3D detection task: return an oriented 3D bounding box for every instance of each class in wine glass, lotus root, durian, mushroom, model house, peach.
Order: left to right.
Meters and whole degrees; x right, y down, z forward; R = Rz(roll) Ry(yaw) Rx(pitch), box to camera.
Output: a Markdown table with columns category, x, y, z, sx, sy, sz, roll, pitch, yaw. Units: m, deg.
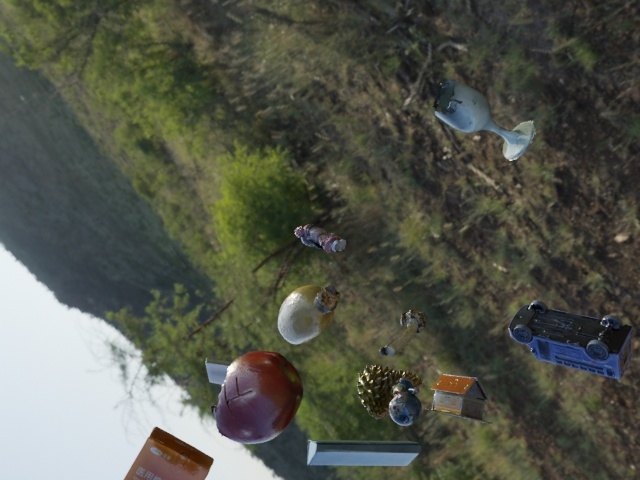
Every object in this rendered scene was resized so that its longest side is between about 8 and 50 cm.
| category | x | y | z | sx | sy | sz | roll | pitch | yaw |
| --- | --- | --- | --- | --- | --- | --- | --- | --- | --- |
| peach | -0.158 | 0.377 | 1.518 | 0.196 | 0.226 | 0.190 | 49 | -170 | -12 |
| lotus root | -0.047 | 0.215 | 1.819 | 0.303 | 0.131 | 0.146 | -47 | 60 | 55 |
| durian | 0.208 | 0.457 | 1.989 | 0.187 | 0.153 | 0.260 | 34 | -167 | 11 |
| mushroom | 0.196 | 0.216 | 1.495 | 0.060 | 0.187 | 0.061 | 13 | 118 | 27 |
| model house | 0.452 | 0.514 | 2.089 | 0.208 | 0.135 | 0.219 | 20 | 166 | -29 |
| wine glass | 0.497 | -0.374 | 1.943 | 0.321 | 0.143 | 0.143 | 26 | 178 | -16 |

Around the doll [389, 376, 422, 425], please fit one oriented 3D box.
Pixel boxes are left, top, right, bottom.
| category | x | y | z | sx | sy | sz | roll | pitch | yaw |
| --- | --- | --- | --- | --- | --- | --- | --- | --- | --- |
| doll | 0.225 | 0.433 | 1.690 | 0.086 | 0.114 | 0.152 | 30 | -154 | -11 |

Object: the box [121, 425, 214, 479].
| category | x | y | z | sx | sy | sz | roll | pitch | yaw |
| --- | --- | --- | --- | --- | --- | --- | --- | --- | --- |
| box | -0.508 | 0.781 | 1.950 | 0.225 | 0.341 | 0.143 | 30 | 172 | -3 |

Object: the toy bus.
| category | x | y | z | sx | sy | sz | roll | pitch | yaw |
| --- | --- | --- | --- | --- | --- | --- | --- | --- | --- |
| toy bus | 0.656 | 0.263 | 1.674 | 0.292 | 0.125 | 0.133 | 9 | 130 | 41 |

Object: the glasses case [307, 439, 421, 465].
| category | x | y | z | sx | sy | sz | roll | pitch | yaw |
| --- | --- | --- | --- | --- | --- | --- | --- | --- | --- |
| glasses case | 0.106 | 0.518 | 1.578 | 0.105 | 0.266 | 0.056 | 111 | 159 | -49 |

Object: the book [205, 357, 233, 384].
| category | x | y | z | sx | sy | sz | roll | pitch | yaw |
| --- | --- | --- | --- | --- | --- | --- | --- | --- | --- |
| book | -0.312 | 0.469 | 2.212 | 0.170 | 0.018 | 0.241 | 10 | 150 | -1 |

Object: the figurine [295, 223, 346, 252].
| category | x | y | z | sx | sy | sz | roll | pitch | yaw |
| --- | --- | --- | --- | --- | --- | --- | --- | --- | --- |
| figurine | 0.000 | 0.000 | 1.544 | 0.129 | 0.072 | 0.054 | 28 | 117 | 38 |
